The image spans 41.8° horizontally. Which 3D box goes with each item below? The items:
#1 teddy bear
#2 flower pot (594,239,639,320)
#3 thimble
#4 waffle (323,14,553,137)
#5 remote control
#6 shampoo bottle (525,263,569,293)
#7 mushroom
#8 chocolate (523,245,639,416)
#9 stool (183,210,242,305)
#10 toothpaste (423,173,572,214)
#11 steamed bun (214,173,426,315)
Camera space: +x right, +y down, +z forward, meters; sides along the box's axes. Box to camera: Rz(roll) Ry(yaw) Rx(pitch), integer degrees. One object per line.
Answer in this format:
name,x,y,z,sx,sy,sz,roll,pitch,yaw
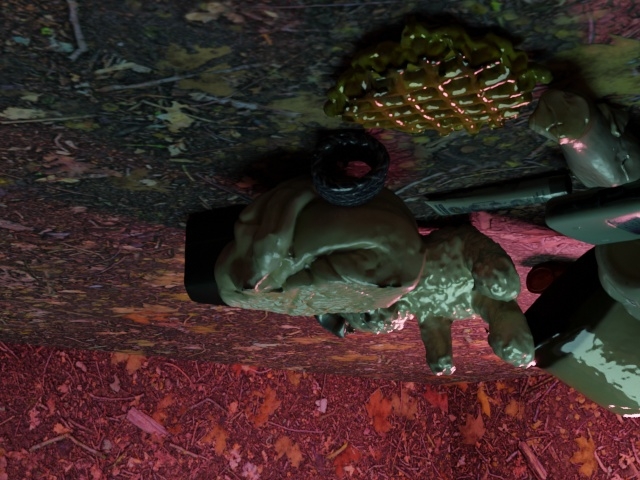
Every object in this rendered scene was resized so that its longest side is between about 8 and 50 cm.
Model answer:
teddy bear,0.149,0.113,1.515,0.362,0.328,0.375,-18,-157,2
flower pot,0.544,0.014,1.286,0.195,0.246,0.246,7,162,-37
thimble,0.039,-0.097,1.137,0.104,0.095,0.066,13,163,5
waffle,0.131,-0.174,0.966,0.237,0.059,0.243,2,166,-19
remote control,0.459,-0.048,1.135,0.140,0.056,0.296,16,162,-36
shampoo bottle,0.598,0.097,1.884,0.260,0.064,0.102,6,162,-22
mushroom,0.329,-0.128,1.038,0.099,0.096,0.278,-21,156,29
chocolate,0.556,0.178,1.533,0.326,0.297,0.314,-43,176,3
stool,-0.138,0.036,1.513,0.232,0.141,0.232,0,163,0
toothpaste,0.283,-0.069,1.346,0.239,0.039,0.062,-9,158,33
steamed bun,0.000,0.000,1.273,0.319,0.206,0.275,2,163,7
